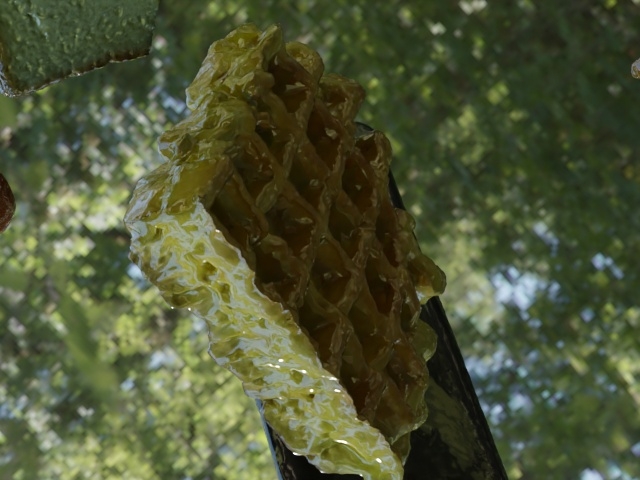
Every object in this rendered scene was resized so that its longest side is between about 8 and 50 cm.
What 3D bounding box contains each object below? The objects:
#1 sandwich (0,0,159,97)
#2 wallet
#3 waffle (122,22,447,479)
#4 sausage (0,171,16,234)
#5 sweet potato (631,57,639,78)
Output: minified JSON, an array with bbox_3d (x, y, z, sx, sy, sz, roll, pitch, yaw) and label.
[{"bbox_3d":[-0.124,-0.126,0.708,0.036,0.093,0.105,53,164,53],"label":"sandwich"},{"bbox_3d":[0.018,0.057,1.111,0.170,0.044,0.321,-8,-115,-26],"label":"wallet"},{"bbox_3d":[0.001,0.000,0.811,0.229,0.057,0.219,54,-148,-30],"label":"waffle"},{"bbox_3d":[-0.420,-0.056,1.478,0.258,0.133,0.133,20,-142,-38],"label":"sausage"},{"bbox_3d":[0.283,-0.109,0.949,0.044,0.179,0.044,-12,-74,-50],"label":"sweet potato"}]
